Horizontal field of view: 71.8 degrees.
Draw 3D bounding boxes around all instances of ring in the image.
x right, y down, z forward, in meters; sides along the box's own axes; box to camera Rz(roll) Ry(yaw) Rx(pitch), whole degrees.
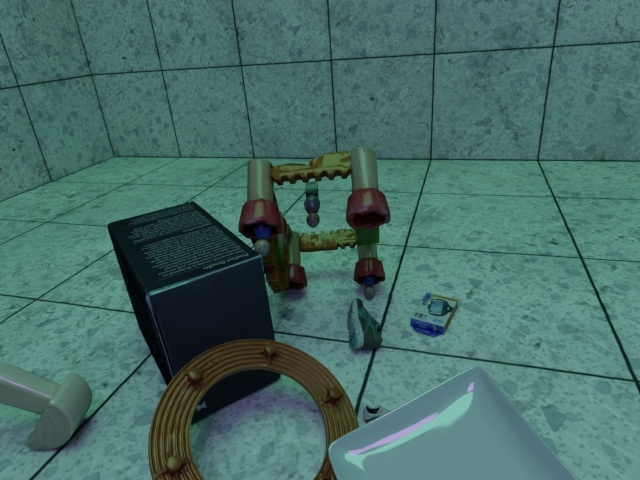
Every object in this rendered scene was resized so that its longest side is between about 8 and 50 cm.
[{"bbox_3d":[-0.093,0.296,0.698,0.336,0.032,0.337,11,41,-10],"label":"ring"}]

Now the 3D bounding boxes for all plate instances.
[{"bbox_3d":[0.175,0.332,0.588,0.277,0.045,0.277,-27,32,-4],"label":"plate"}]

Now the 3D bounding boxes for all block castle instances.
[{"bbox_3d":[0.000,0.000,1.026,0.302,0.453,0.213,-5,67,5],"label":"block castle"}]

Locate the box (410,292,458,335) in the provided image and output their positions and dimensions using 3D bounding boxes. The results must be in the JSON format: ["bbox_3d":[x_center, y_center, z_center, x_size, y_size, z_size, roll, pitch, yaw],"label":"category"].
[{"bbox_3d":[0.270,0.176,1.053,0.081,0.028,0.136,10,28,28],"label":"box"}]

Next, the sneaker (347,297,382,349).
[{"bbox_3d":[0.103,0.196,1.021,0.076,0.065,0.167,11,28,-5],"label":"sneaker"}]

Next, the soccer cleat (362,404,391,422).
[{"bbox_3d":[0.116,0.312,0.784,0.083,0.036,0.029,4,27,18],"label":"soccer cleat"}]

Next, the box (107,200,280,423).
[{"bbox_3d":[-0.281,0.122,0.952,0.211,0.294,0.395,-19,29,-27],"label":"box"}]

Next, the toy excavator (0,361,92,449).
[{"bbox_3d":[-0.706,0.264,0.773,0.444,0.433,0.222,-29,21,14],"label":"toy excavator"}]

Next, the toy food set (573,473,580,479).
[{"bbox_3d":[0.304,0.358,0.635,0.128,0.071,0.218,11,20,-26],"label":"toy food set"}]
